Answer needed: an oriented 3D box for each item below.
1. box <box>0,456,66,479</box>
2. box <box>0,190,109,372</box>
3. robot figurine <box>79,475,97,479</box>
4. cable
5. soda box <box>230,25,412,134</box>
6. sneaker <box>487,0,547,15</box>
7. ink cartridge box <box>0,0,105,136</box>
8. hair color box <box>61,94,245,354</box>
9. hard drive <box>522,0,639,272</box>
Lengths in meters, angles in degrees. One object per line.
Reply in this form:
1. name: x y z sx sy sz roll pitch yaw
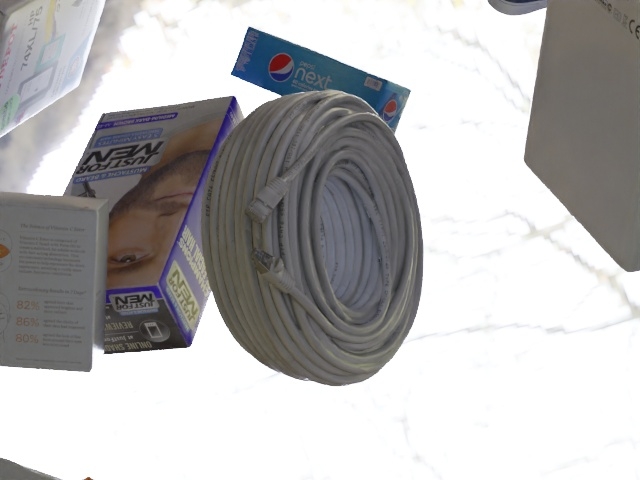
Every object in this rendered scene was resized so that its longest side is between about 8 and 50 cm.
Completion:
1. box: -0.385 0.369 1.801 0.148 0.311 0.121 21 -146 -11
2. box: -0.289 0.041 1.777 0.091 0.130 0.170 -80 -6 -81
3. robot figurine: -0.259 0.362 2.005 0.211 0.291 0.085 -21 -64 -28
4. cable: 0.000 0.000 1.490 0.257 0.089 0.257 62 -143 -33
5. soda box: -0.001 -0.191 2.074 0.071 0.210 0.067 9 -76 -61
6. sneaker: 0.302 -0.352 1.956 0.086 0.226 0.163 53 154 25
7. ink cartridge box: -0.398 -0.258 1.980 0.197 0.198 0.270 28 -148 9
8. hair color box: -0.205 -0.020 1.991 0.339 0.185 0.110 -74 -30 -45
9. hard drive: 0.294 -0.177 1.724 0.233 0.047 0.353 -125 32 -49
